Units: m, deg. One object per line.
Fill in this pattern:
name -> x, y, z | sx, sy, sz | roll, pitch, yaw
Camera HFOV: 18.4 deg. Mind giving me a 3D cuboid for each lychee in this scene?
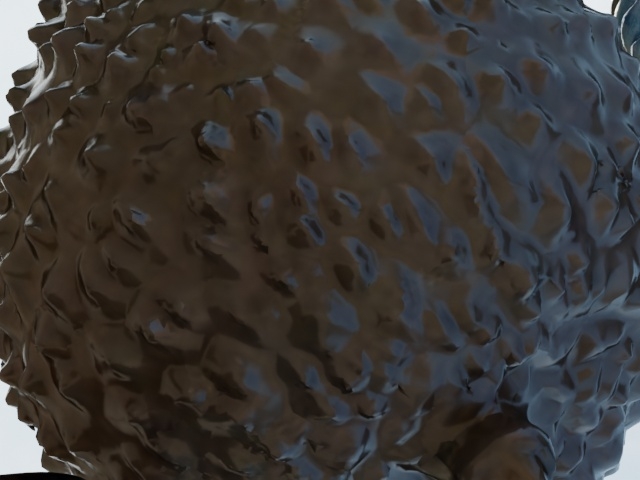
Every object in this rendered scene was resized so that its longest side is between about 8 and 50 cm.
lychee -> 0.000, 0.000, 1.031 | 0.432, 0.380, 0.380 | 49, -39, 43

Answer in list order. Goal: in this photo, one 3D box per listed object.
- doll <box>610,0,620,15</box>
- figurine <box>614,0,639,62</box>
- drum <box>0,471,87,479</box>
doll -> 0.344, -0.318, 1.539 | 0.379, 0.252, 0.382 | 40, -28, -25
figurine -> 0.249, -0.151, 1.426 | 0.079, 0.114, 0.114 | -23, -97, 41
drum -> -0.246, 0.261, 0.754 | 0.431, 0.431, 0.214 | -40, -112, 57
